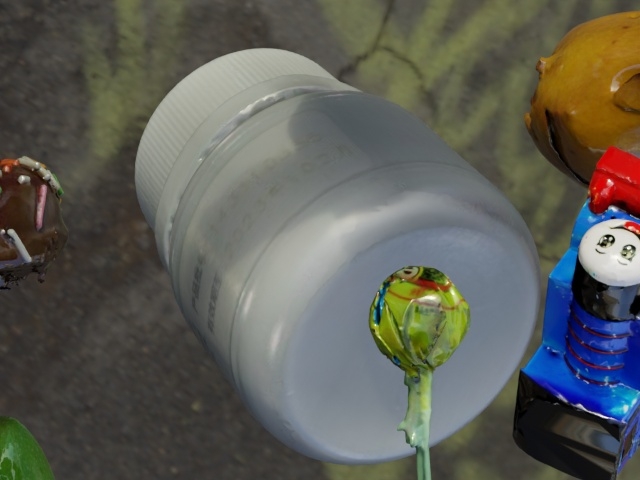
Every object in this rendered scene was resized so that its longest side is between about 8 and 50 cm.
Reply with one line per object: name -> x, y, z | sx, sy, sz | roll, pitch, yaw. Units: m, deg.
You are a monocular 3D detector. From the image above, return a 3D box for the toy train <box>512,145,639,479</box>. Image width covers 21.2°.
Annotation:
toy train -> 0.187, 0.050, 1.077 | 0.131, 0.083, 0.204 | -48, 154, -30

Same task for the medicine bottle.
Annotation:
medicine bottle -> 0.000, 0.000, 1.327 | 0.245, 0.306, 0.245 | -15, 125, -21

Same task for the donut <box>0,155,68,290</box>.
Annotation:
donut -> -0.337, -0.017, 1.421 | 0.270, 0.270, 0.103 | -6, 100, -38

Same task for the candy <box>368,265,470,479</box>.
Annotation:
candy -> 0.060, 0.110, 0.982 | 0.058, 0.062, 0.194 | -2, 97, 7

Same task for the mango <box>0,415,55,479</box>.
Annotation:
mango -> -0.321, 0.360, 1.651 | 0.201, 0.225, 0.382 | 2, 82, 1

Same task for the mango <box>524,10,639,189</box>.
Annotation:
mango -> 0.320, -0.102, 1.448 | 0.201, 0.287, 0.152 | 97, 10, -51
